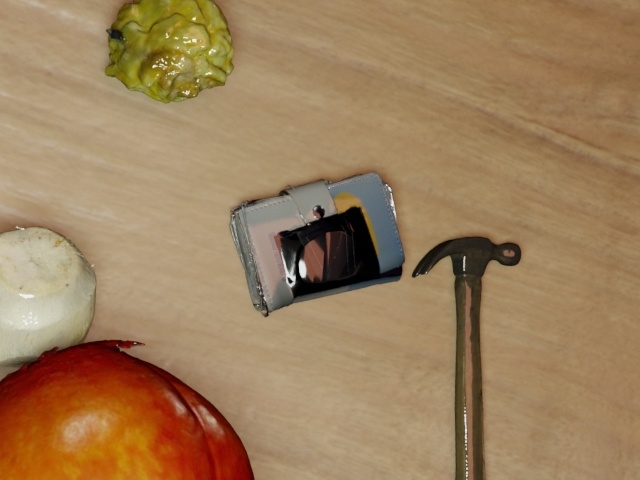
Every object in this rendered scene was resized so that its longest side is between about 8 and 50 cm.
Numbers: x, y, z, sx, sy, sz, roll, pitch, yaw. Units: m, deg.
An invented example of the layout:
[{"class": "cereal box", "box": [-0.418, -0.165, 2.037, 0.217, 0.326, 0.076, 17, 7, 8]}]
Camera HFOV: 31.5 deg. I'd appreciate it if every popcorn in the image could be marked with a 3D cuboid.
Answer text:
[{"class": "popcorn", "box": [-0.203, -0.257, 1.497, 0.174, 0.142, 0.173, 0, 91, 5]}]

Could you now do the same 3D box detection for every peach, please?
[{"class": "peach", "box": [-0.241, 0.278, 1.251, 0.370, 0.370, 0.369, 4, 78, -22]}]

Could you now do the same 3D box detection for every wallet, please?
[{"class": "wallet", "box": [0.000, 0.000, 1.569, 0.231, 0.069, 0.170, -13, 90, -23]}]

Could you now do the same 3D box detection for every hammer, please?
[{"class": "hammer", "box": [0.217, 0.210, 1.631, 0.168, 0.044, 0.439, 4, 78, -23]}]

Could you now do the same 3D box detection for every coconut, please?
[{"class": "coconut", "box": [-0.351, 0.072, 1.365, 0.161, 0.162, 0.161, 13, 45, -13]}]
